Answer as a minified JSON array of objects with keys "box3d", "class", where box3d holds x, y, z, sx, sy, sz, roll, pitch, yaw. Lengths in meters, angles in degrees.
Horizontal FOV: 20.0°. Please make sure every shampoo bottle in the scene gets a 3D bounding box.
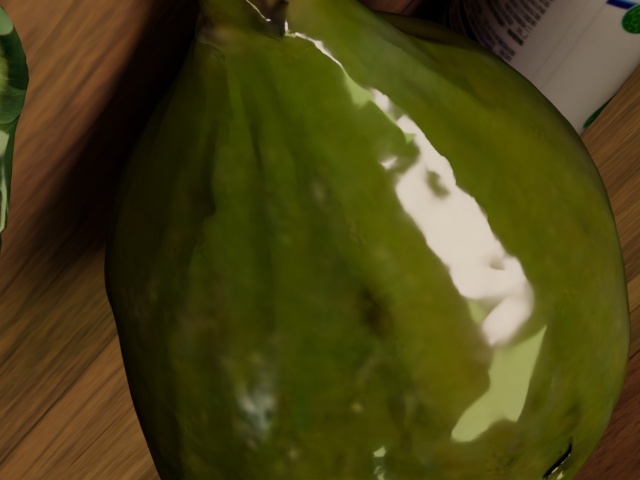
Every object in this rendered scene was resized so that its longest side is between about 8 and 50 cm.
[{"box3d":[0.088,-0.074,0.870,0.092,0.092,0.303,-28,163,-32],"class":"shampoo bottle"}]

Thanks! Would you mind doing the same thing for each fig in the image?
[{"box3d":[0.022,0.019,0.728,0.233,0.233,0.314,-34,172,-13],"class":"fig"}]

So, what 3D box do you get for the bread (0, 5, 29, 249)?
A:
[{"box3d":[-0.152,0.025,0.541,0.228,0.033,0.228,25,90,-84],"class":"bread"}]
